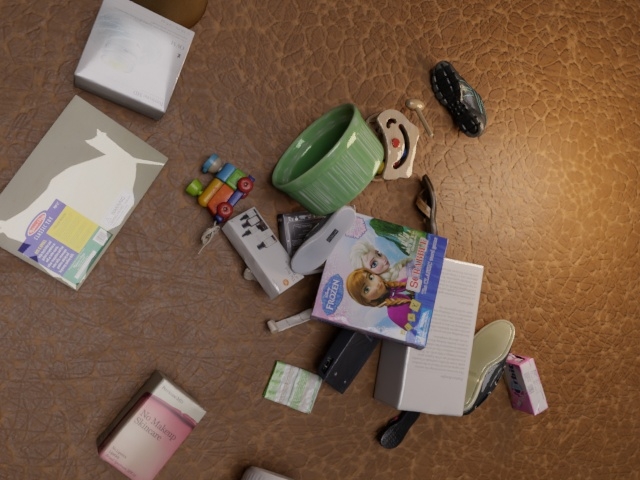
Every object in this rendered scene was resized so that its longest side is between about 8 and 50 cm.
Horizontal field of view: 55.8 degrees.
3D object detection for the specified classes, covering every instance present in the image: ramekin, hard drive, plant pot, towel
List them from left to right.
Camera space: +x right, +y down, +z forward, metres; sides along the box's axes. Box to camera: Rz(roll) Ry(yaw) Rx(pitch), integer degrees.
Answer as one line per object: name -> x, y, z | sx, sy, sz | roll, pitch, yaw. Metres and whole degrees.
plant pot -> -0.367, -0.673, 1.498 | 0.237, 0.254, 0.237 | 1, 88, -24
ramekin -> -0.126, 0.678, 1.606 | 0.207, 0.207, 0.109 | 27, 70, -20
towel -> -0.078, 0.418, 1.727 | 0.152, 0.023, 0.113 | 25, 77, -18
ramekin -> 0.026, -0.211, 1.637 | 0.148, 0.303, 0.303 | 43, 74, -24
hard drive -> 0.095, 0.307, 1.737 | 0.255, 0.054, 0.172 | -54, 146, -10

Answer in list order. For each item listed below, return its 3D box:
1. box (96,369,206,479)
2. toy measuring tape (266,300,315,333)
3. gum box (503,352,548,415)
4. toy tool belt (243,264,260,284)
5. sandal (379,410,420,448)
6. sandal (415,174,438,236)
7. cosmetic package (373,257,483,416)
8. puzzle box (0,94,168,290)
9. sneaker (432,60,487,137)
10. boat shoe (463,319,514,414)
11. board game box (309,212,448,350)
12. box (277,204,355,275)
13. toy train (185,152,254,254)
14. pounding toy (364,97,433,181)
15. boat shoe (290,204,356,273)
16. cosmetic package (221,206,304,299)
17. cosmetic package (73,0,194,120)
box -> -0.425, 0.468, 1.519 | 0.148, 0.127, 0.232 | 43, 74, -16
toy measuring tape -> 0.007, 0.171, 1.710 | 0.330, 0.121, 0.121 | -16, 95, -23
gum box -> 0.664, 0.467, 1.991 | 0.062, 0.107, 0.188 | -21, 97, -22
toy tool belt -> -0.171, 0.087, 1.674 | 0.083, 0.052, 0.051 | 25, 41, -15
sandal -> 0.239, 0.570, 1.851 | 0.179, 0.040, 0.067 | -36, 108, -34
sandal -> 0.327, -0.095, 1.885 | 0.060, 0.090, 0.219 | -3, 98, -1
cosmetic package -> 0.325, 0.278, 1.821 | 0.230, 0.161, 0.453 | 12, 84, -22
puzzle box -> -0.605, -0.116, 1.495 | 0.272, 0.052, 0.409 | 36, 76, -19
sneaker -> 0.449, -0.458, 1.940 | 0.106, 0.101, 0.267 | -41, 104, -41
boat shoe -> 0.523, 0.413, 1.934 | 0.340, 0.127, 0.113 | -57, 138, -22
board game box -> 0.164, 0.104, 1.662 | 0.318, 0.066, 0.319 | 15, 72, -1
box -> 0.000, 0.000, 1.746 | 0.231, 0.056, 0.183 | -9, 93, -23
toy train -> -0.300, -0.103, 1.603 | 0.143, 0.105, 0.248 | 39, 75, -7
pounding toy -> 0.226, -0.308, 1.794 | 0.154, 0.155, 0.269 | 14, 84, -27
boat shoe -> -0.001, -0.011, 1.630 | 0.080, 0.076, 0.228 | 38, 92, -28
cosmetic package -> -0.155, 0.034, 1.634 | 0.099, 0.060, 0.239 | -34, 86, -34
cosmetic package -> -0.466, -0.453, 1.511 | 0.224, 0.138, 0.225 | 21, 85, -22
